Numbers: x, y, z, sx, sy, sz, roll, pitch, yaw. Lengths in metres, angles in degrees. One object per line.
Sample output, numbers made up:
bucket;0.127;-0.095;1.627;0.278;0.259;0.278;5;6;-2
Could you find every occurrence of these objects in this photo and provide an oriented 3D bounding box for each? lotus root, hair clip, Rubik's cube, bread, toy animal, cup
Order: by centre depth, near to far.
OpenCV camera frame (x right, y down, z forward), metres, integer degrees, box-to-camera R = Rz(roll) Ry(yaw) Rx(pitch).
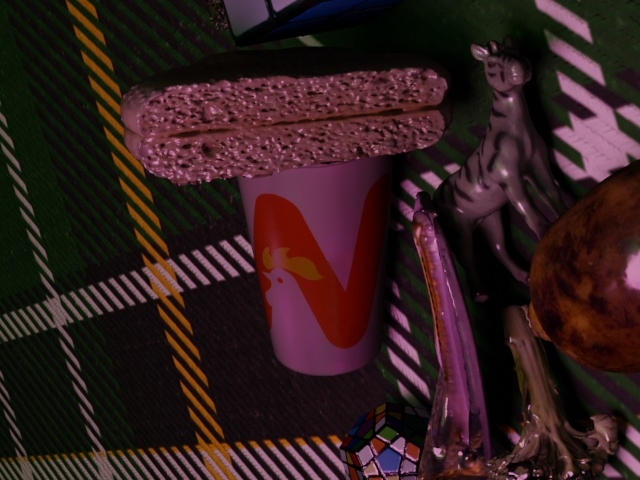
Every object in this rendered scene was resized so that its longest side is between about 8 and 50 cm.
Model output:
lotus root;0.277;0.030;1.088;0.169;0.141;0.314;61;143;12
toy animal;0.190;-0.058;1.224;0.170;0.089;0.255;51;136;39
bread;-0.037;-0.146;1.285;0.183;0.337;0.102;-113;19;-64
Rubik's cube;-0.003;-0.318;1.292;0.167;0.183;0.180;-17;92;54
hair clip;0.136;0.120;1.307;0.095;0.110;0.359;5;119;23
cup;0.000;0.000;1.427;0.203;0.203;0.289;28;132;45
Rubik's cube;0.088;0.255;1.448;0.112;0.133;0.133;34;-149;-79

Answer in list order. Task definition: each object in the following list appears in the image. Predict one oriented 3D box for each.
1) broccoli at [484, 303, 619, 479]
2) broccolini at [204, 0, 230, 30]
broccoli;0.223;0.165;1.268;0.122;0.118;0.204;138;127;-64
broccolini;-0.150;-0.371;1.592;0.239;0.051;0.054;67;150;20
